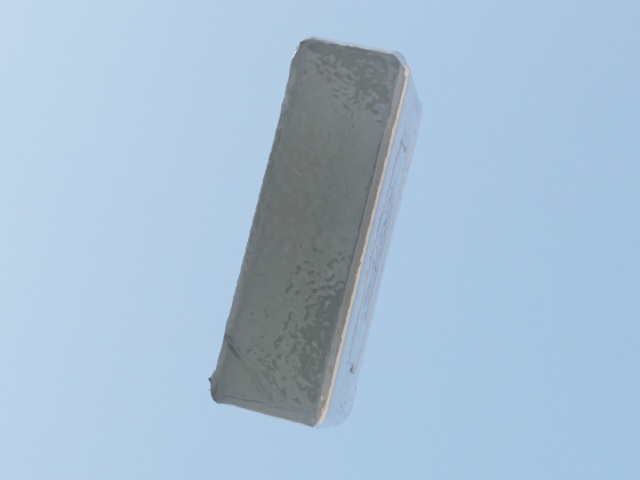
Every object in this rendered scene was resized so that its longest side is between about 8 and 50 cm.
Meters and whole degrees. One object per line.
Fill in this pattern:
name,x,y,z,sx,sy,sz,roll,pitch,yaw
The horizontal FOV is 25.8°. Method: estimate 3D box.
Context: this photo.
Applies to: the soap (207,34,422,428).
soap,0.000,0.000,0.704,0.064,0.121,0.183,13,-95,7
